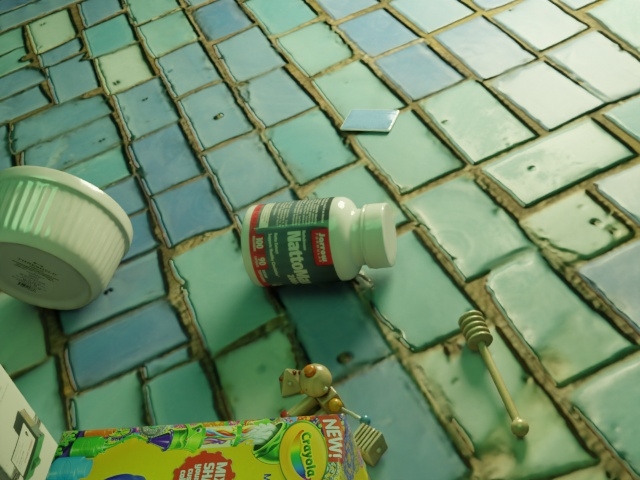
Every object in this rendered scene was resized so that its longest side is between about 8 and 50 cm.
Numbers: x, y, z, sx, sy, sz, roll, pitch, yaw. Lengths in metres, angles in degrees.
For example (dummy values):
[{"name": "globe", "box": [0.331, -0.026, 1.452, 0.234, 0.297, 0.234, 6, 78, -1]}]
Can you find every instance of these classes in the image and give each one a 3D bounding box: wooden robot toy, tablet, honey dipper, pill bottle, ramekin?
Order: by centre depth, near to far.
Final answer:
[{"name": "honey dipper", "box": [0.185, 0.142, 0.916, 0.030, 0.030, 0.161, -18, 43, 2]}, {"name": "wooden robot toy", "box": [-0.005, 0.172, 0.920, 0.076, 0.079, 0.173, -33, 42, -15]}, {"name": "pill bottle", "box": [0.000, 0.000, 1.082, 0.180, 0.108, 0.108, -6, 43, 17]}, {"name": "ramekin", "box": [-0.368, 0.006, 1.155, 0.207, 0.207, 0.109, -2, 53, 19]}, {"name": "tablet", "box": [0.077, -0.187, 1.333, 0.083, 0.006, 0.054, 6, 47, 25]}]

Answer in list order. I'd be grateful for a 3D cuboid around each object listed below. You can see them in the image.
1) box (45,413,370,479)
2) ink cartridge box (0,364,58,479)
[{"name": "box", "box": [-0.103, 0.323, 0.722, 0.279, 0.177, 0.290, -7, 43, 13]}, {"name": "ink cartridge box", "box": [-0.390, 0.220, 0.914, 0.160, 0.219, 0.093, -8, 39, 13]}]
